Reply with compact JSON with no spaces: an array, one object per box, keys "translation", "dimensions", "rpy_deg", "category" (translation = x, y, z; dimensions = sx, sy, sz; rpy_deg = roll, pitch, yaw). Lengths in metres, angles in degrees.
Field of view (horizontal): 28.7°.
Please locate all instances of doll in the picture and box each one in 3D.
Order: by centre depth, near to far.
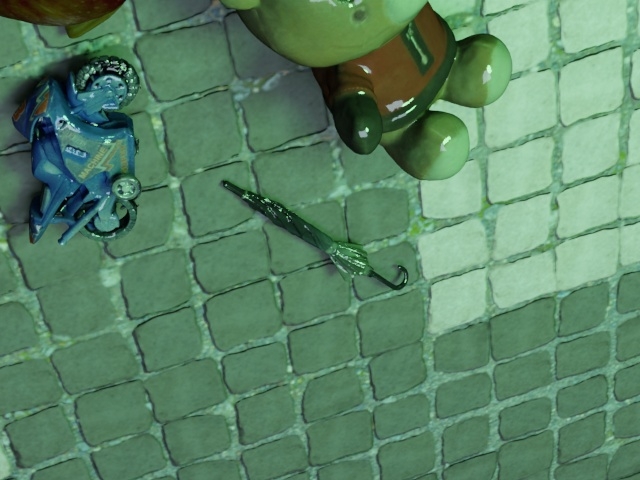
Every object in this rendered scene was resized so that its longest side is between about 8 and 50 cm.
[{"translation":[0.038,-0.205,1.088],"dimensions":[0.235,0.174,0.330],"rpy_deg":[-54,137,-17],"category":"doll"}]

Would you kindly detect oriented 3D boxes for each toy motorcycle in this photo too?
[{"translation":[-0.221,-0.079,1.140],"dimensions":[0.114,0.076,0.205],"rpy_deg":[-1,130,-11],"category":"toy motorcycle"}]

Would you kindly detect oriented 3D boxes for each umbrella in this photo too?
[{"translation":[-0.002,0.005,1.321],"dimensions":[0.269,0.044,0.044],"rpy_deg":[26,86,-35],"category":"umbrella"}]

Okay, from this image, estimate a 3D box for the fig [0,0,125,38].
[{"translation":[-0.192,-0.235,0.975],"dimensions":[0.175,0.175,0.207],"rpy_deg":[-41,146,12],"category":"fig"}]
